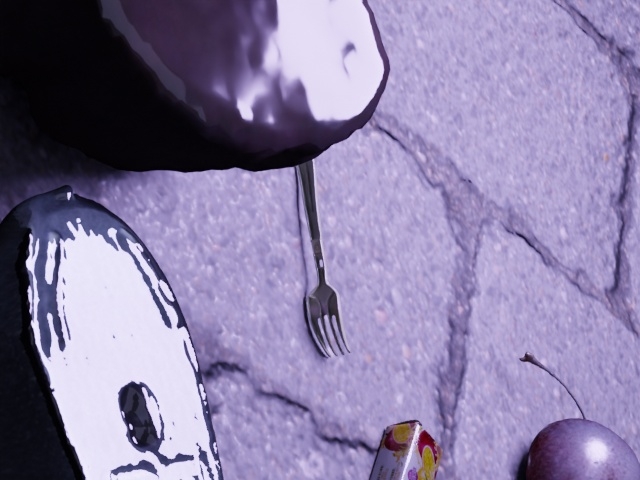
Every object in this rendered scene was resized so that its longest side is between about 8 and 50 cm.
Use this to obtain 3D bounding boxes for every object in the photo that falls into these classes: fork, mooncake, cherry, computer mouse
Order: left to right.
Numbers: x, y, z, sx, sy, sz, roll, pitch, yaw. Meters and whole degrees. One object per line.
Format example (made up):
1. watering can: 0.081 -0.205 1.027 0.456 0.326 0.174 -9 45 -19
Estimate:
1. computer mouse: -0.175 0.148 1.472 0.203 0.114 0.374 -1 71 -50
2. mooncake: -0.131 -0.240 1.575 0.350 0.212 0.381 14 70 -44
3. fork: -0.003 0.000 1.809 0.028 0.034 0.219 3 76 -61
4. cherry: 0.249 0.237 2.008 0.188 0.115 0.148 42 87 -27

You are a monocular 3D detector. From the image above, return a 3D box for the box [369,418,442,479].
1. box: 0.065 0.265 1.802 0.050 0.041 0.207 50 44 -34
